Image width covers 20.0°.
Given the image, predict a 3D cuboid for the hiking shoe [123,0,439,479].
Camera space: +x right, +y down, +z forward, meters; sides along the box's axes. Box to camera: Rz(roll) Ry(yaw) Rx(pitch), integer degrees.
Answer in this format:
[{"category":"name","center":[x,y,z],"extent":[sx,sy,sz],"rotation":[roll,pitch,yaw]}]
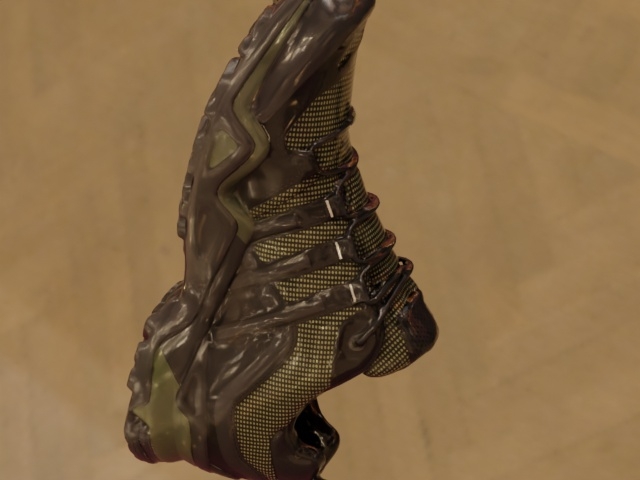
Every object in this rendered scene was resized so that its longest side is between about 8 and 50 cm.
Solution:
[{"category":"hiking shoe","center":[0.000,0.000,0.732],"extent":[0.086,0.114,0.226],"rotation":[-69,-4,-66]}]
